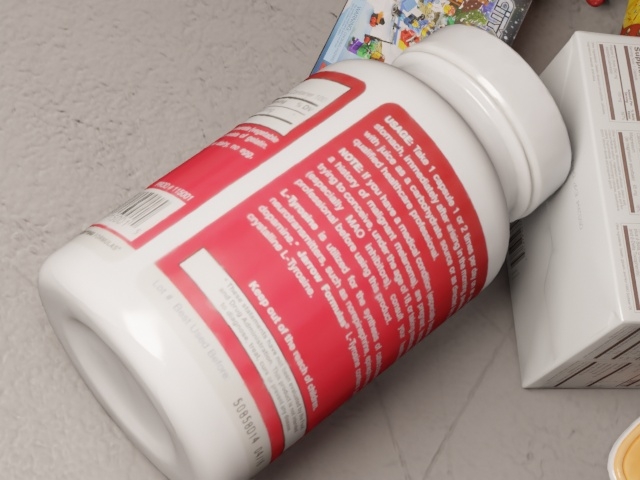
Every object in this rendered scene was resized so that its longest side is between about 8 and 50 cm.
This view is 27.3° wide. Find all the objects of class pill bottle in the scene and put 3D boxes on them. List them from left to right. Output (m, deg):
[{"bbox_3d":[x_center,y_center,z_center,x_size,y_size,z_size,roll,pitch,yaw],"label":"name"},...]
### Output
[{"bbox_3d":[0.000,0.000,1.060,0.408,0.229,0.229,-36,82,-21],"label":"pill bottle"}]

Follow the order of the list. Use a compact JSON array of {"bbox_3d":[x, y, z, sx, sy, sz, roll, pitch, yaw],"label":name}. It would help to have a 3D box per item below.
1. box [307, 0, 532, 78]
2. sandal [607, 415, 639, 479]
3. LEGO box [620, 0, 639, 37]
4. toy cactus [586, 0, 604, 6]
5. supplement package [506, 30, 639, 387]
[{"bbox_3d":[0.094,-0.189,1.250,0.159,0.044,0.233,26,77,-4],"label":"box"},{"bbox_3d":[0.375,0.152,1.207,0.265,0.076,0.102,-38,83,-26],"label":"sandal"},{"bbox_3d":[0.576,-0.226,1.312,0.500,0.193,0.372,27,63,-15],"label":"LEGO box"},{"bbox_3d":[0.213,-0.306,1.346,0.180,0.112,0.219,-44,88,-7],"label":"toy cactus"},{"bbox_3d":[0.267,-0.018,1.172,0.145,0.204,0.261,2,68,-15],"label":"supplement package"}]
